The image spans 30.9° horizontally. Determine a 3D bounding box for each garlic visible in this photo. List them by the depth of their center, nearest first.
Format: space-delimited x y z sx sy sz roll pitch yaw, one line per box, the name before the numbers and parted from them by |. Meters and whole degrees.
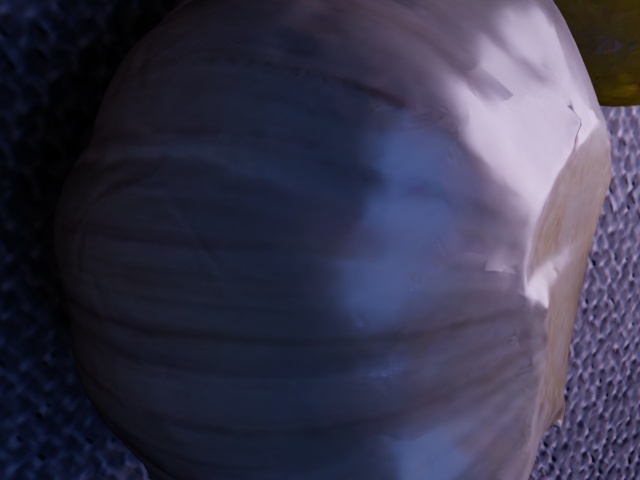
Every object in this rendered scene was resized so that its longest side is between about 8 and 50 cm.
garlic | 0.000 0.000 0.560 0.317 0.259 0.318 -28 124 -53

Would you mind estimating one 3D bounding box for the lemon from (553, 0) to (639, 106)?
lemon | 0.168 -0.202 0.645 0.267 0.267 0.267 -16 115 -37
